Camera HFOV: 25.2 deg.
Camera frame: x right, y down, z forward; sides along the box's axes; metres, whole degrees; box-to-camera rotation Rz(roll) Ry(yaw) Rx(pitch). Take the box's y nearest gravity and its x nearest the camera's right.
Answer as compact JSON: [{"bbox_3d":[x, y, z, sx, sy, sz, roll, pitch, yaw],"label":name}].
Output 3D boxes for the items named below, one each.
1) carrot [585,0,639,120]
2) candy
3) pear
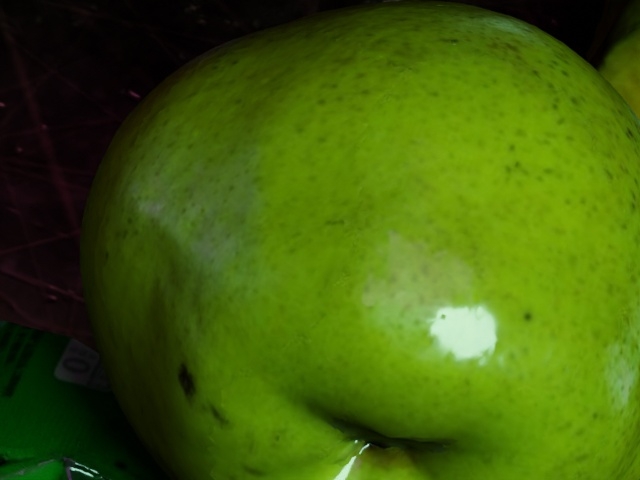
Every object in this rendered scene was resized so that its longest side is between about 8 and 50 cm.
[{"bbox_3d":[0.273,-0.087,0.849,0.241,0.241,0.341,22,55,-3],"label":"carrot"},{"bbox_3d":[-0.110,0.123,0.704,0.203,0.078,0.141,27,57,-7],"label":"candy"},{"bbox_3d":[0.034,0.020,0.658,0.294,0.294,0.294,8,59,-13],"label":"pear"}]
